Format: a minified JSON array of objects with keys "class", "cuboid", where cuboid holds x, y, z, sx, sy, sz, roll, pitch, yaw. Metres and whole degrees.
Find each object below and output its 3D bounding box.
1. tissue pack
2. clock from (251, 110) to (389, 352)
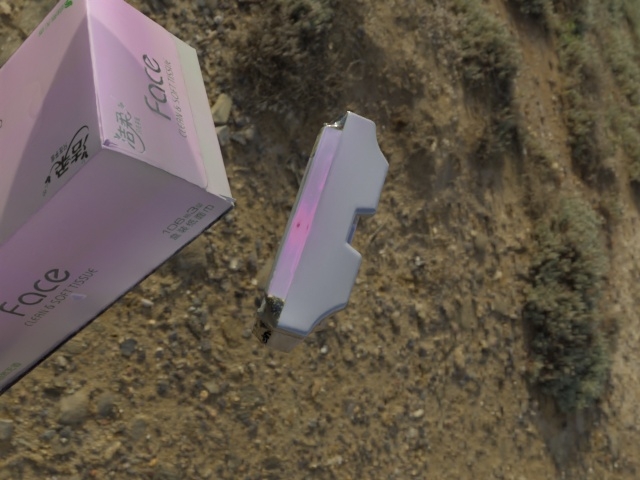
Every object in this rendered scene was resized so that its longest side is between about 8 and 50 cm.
[{"class":"tissue pack","cuboid":[-0.182,-0.023,0.425,0.092,0.246,0.148,26,36,-46]},{"class":"clock","cuboid":[0.000,0.000,0.746,0.083,0.186,0.253,19,74,-3]}]
